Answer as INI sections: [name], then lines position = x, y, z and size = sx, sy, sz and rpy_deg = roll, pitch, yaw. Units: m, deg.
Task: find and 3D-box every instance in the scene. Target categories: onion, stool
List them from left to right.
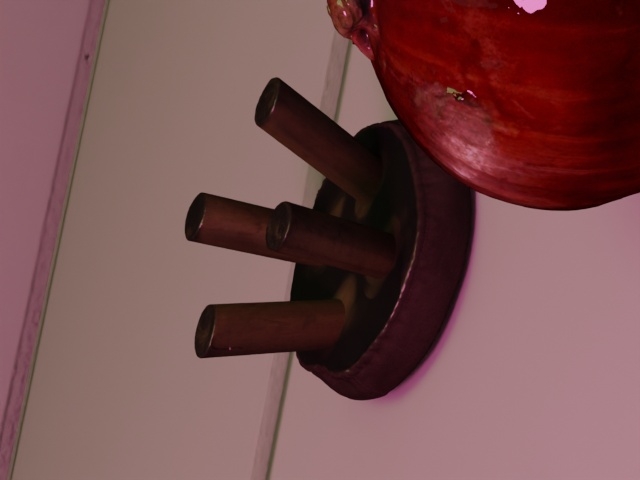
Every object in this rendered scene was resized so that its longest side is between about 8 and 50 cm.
[stool]
position = 0.000, 0.000, 1.611
size = 0.272, 0.178, 0.272
rpy_deg = -44, 38, 49
[onion]
position = 0.173, -0.189, 1.164
size = 0.341, 0.341, 0.341
rpy_deg = -44, 39, 52
